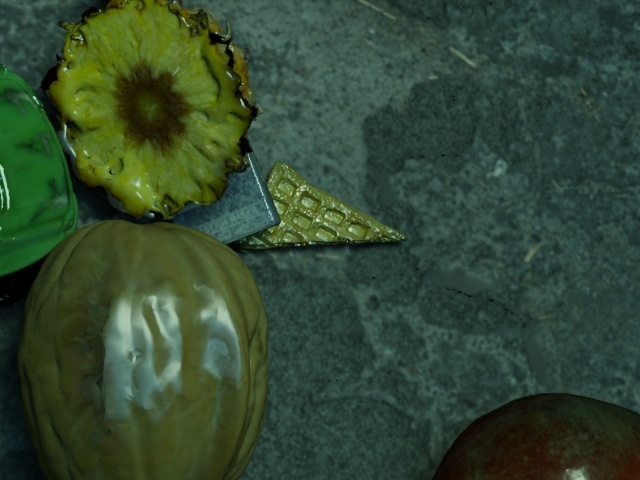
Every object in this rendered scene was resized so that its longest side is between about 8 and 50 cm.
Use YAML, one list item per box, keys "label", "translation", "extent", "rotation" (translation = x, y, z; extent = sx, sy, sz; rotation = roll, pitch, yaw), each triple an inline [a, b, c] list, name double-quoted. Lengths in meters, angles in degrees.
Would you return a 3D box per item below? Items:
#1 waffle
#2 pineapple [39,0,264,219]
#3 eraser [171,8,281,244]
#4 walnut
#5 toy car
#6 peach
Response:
- label: "waffle"
  translation: [0.000, 0.000, 1.502]
  extent: [0.153, 0.023, 0.097]
  rotation: [29, 71, -13]
- label: "pineapple"
  translation: [-0.139, -0.122, 1.373]
  extent: [0.225, 0.225, 0.076]
  rotation: [54, 28, -2]
- label: "eraser"
  translation: [-0.114, -0.096, 1.448]
  extent: [0.092, 0.046, 0.212]
  rotation: [-21, 85, 7]
- label: "walnut"
  translation: [-0.146, 0.111, 1.322]
  extent: [0.225, 0.225, 0.261]
  rotation: [-7, 86, -22]
- label: "toy car"
  translation: [-0.373, -0.026, 1.284]
  extent: [0.359, 0.176, 0.213]
  rotation: [-19, 86, -24]
- label: "peach"
  translation: [0.224, 0.250, 1.418]
  extent: [0.252, 0.252, 0.252]
  rotation: [5, 76, -20]
